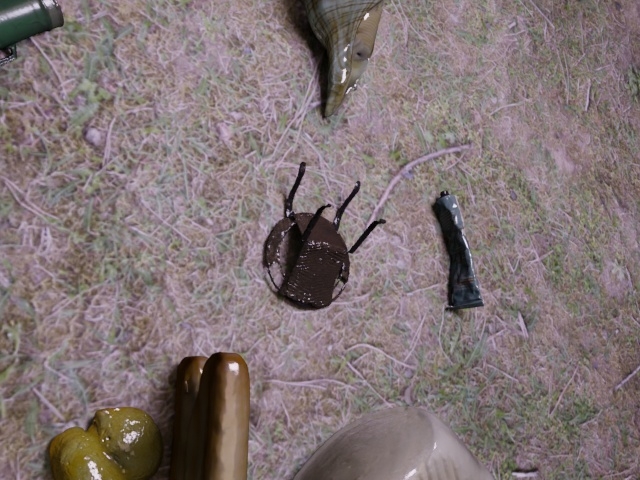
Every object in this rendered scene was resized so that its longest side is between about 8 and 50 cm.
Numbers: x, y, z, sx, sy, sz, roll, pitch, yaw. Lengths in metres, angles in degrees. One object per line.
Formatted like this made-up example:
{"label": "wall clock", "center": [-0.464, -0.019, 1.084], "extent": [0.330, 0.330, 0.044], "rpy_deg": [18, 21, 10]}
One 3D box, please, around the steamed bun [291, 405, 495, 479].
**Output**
{"label": "steamed bun", "center": [0.068, 0.436, 0.840], "extent": [0.383, 0.236, 0.247], "rpy_deg": [-48, 112, -22]}

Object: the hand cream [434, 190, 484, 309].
{"label": "hand cream", "center": [0.272, 0.016, 1.142], "extent": [0.052, 0.075, 0.247], "rpy_deg": [1, 75, -24]}

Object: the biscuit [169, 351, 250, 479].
{"label": "biscuit", "center": [-0.152, 0.297, 0.746], "extent": [0.062, 0.237, 0.290], "rpy_deg": [7, 73, -26]}

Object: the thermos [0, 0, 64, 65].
{"label": "thermos", "center": [-0.478, -0.309, 0.812], "extent": [0.188, 0.083, 0.073], "rpy_deg": [-37, 75, -29]}

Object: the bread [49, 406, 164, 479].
{"label": "bread", "center": [-0.274, 0.323, 0.774], "extent": [0.149, 0.065, 0.187], "rpy_deg": [-27, 90, -36]}

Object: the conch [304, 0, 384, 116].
{"label": "conch", "center": [0.043, -0.444, 1.085], "extent": [0.203, 0.170, 0.386], "rpy_deg": [-7, 123, -53]}

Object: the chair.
{"label": "chair", "center": [0.000, 0.000, 0.988], "extent": [0.174, 0.149, 0.213], "rpy_deg": [15, 113, -28]}
